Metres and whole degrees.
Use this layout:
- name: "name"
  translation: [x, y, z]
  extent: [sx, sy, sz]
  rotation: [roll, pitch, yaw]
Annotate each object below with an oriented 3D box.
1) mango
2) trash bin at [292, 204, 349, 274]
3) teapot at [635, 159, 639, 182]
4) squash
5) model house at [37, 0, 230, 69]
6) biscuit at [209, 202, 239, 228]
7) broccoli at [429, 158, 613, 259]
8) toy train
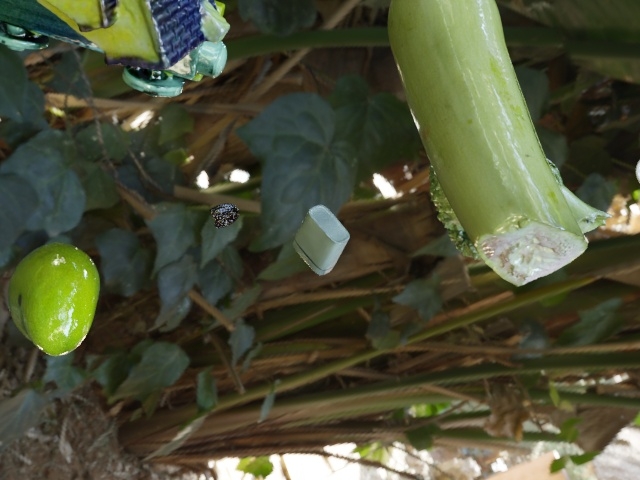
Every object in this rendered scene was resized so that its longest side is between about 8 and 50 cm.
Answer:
- name: "mango"
  translation: [-0.436, 0.095, 1.161]
  extent: [0.143, 0.175, 0.293]
  rotation: [15, 5, -26]
- name: "trash bin"
  translation: [0.000, 0.000, 1.641]
  extent: [0.059, 0.130, 0.116]
  rotation: [-29, 69, -36]
- name: "teapot"
  translation: [0.522, -0.113, 0.876]
  extent: [0.139, 0.298, 0.204]
  rotation: [57, 11, -77]
- name: "squash"
  translation: [0.104, -0.094, 0.483]
  extent: [0.083, 0.083, 0.250]
  rotation: [41, 31, -59]
- name: "model house"
  translation: [-0.221, -0.324, 0.907]
  extent: [0.211, 0.170, 0.194]
  rotation: [40, 35, -12]
- name: "biscuit"
  translation: [-0.250, -0.063, 1.803]
  extent: [0.089, 0.087, 0.027]
  rotation: [2, 52, -45]
- name: "broccoli"
  translation: [0.317, -0.065, 1.255]
  extent: [0.302, 0.254, 0.186]
  rotation: [52, 34, 0]
- name: "toy train"
  translation: [-0.370, -0.394, 1.226]
  extent: [0.442, 0.179, 0.272]
  rotation: [16, 26, -8]
